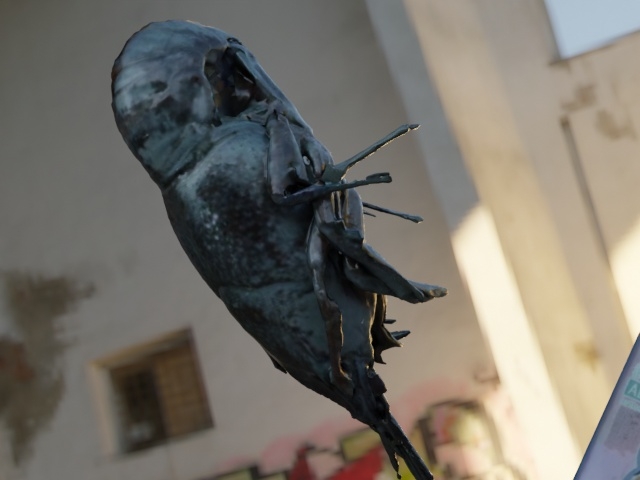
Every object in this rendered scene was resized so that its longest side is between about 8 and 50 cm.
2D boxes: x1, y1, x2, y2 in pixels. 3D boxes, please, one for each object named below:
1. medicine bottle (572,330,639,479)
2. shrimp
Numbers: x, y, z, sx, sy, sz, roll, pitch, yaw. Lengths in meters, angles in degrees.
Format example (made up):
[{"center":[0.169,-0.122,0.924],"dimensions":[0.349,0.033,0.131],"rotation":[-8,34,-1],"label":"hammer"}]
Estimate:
[{"center":[0.229,0.094,0.984],"dimensions":[0.119,0.188,0.094],"rotation":[23,-3,35],"label":"medicine bottle"},{"center":[-0.002,-0.002,1.204],"dimensions":[0.137,0.372,0.172],"rotation":[-45,5,-39],"label":"shrimp"}]
